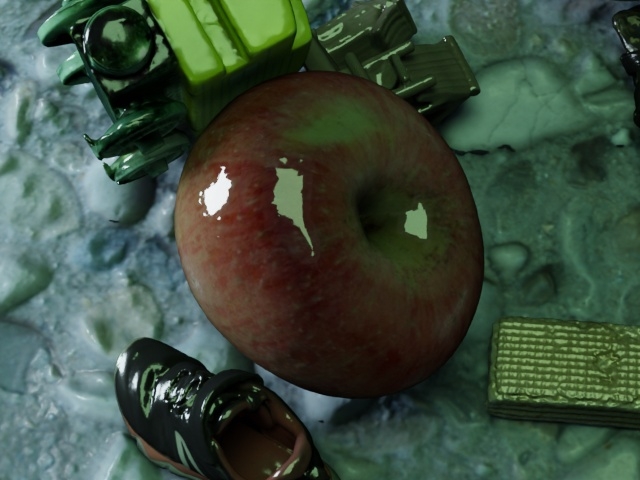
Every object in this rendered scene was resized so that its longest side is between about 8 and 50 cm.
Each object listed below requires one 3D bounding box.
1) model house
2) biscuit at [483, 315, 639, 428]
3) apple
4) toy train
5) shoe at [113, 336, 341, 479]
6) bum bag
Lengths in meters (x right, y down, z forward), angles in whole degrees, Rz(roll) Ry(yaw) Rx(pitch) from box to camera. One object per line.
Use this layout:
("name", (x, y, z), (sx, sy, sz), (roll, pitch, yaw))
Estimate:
("model house", (0.076, -0.203, 1.664), (0.188, 0.122, 0.229), (-23, 56, -11))
("biscuit", (0.294, 0.138, 1.468), (0.239, 0.062, 0.108), (4, 59, 8))
("apple", (0.000, 0.000, 1.443), (0.345, 0.269, 0.345), (10, 71, -32))
("toy train", (-0.148, -0.200, 1.515), (0.272, 0.442, 0.179), (-29, 89, -6))
("shoe", (-0.107, 0.189, 1.434), (0.291, 0.137, 0.114), (30, 66, 23))
("bum bag", (0.409, -0.182, 1.645), (0.102, 0.069, 0.248), (13, 52, -29))
